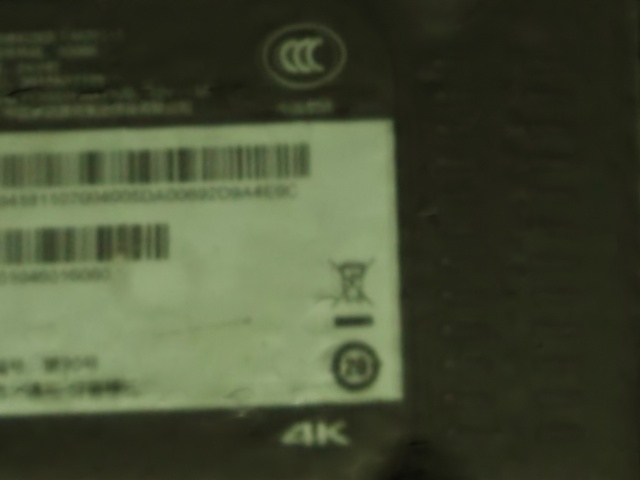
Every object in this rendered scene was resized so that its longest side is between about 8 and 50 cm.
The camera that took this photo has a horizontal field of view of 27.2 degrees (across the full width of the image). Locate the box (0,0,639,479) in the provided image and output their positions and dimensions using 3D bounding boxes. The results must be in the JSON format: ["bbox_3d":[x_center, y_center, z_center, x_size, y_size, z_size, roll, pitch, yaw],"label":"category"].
[{"bbox_3d":[-0.053,0.006,0.472,0.359,0.350,0.091,-1,172,0],"label":"box"}]
